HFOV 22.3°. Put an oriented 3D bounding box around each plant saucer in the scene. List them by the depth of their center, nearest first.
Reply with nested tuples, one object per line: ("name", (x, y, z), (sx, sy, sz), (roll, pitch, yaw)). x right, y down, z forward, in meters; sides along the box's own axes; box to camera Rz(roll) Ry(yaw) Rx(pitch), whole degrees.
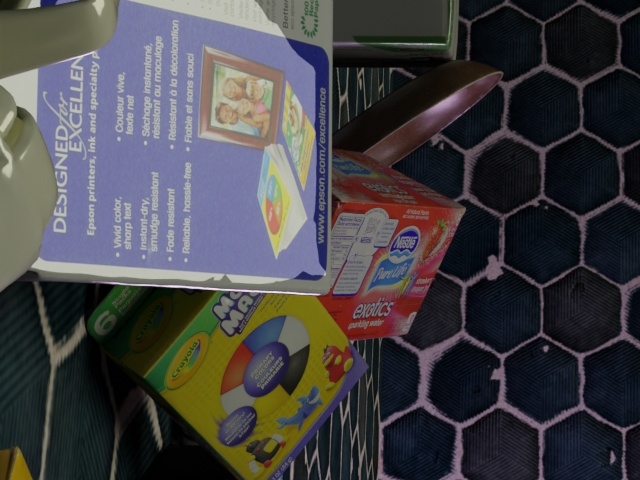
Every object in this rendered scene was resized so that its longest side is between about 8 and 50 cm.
("plant saucer", (0.081, -0.131, 1.971), (0.050, 0.310, 0.310), (55, 6, 4))

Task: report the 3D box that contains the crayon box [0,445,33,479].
("crayon box", (-0.152, 0.309, 0.590), (0.313, 0.106, 0.363), (82, 11, -51))

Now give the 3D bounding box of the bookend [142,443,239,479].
("bookend", (-0.095, 0.251, 1.212), (0.156, 0.072, 0.157), (-57, 148, -76))

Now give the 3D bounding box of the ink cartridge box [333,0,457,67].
("ink cartridge box", (0.059, -0.272, 1.911), (0.278, 0.201, 0.117), (-6, 97, -84))

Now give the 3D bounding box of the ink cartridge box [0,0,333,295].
("ink cartridge box", (-0.106, -0.125, 0.898), (0.307, 0.072, 0.304), (6, 84, -50))

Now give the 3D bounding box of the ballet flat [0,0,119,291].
("ballet flat", (-0.141, -0.059, 0.553), (0.139, 0.139, 0.400), (83, 11, -49))

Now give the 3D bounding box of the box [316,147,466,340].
("box", (0.000, 0.000, 1.315), (0.257, 0.122, 0.128), (0, 117, -63))

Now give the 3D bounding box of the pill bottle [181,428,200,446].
("pill bottle", (-0.072, 0.131, 1.334), (0.086, 0.086, 0.152), (-56, 146, -78))

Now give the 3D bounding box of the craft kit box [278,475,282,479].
("craft kit box", (-0.075, 0.315, 1.474), (0.246, 0.061, 0.250), (-61, 151, -81))

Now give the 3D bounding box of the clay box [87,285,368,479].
("clay box", (-0.059, 0.074, 1.116), (0.127, 0.053, 0.222), (-50, 142, -11))
